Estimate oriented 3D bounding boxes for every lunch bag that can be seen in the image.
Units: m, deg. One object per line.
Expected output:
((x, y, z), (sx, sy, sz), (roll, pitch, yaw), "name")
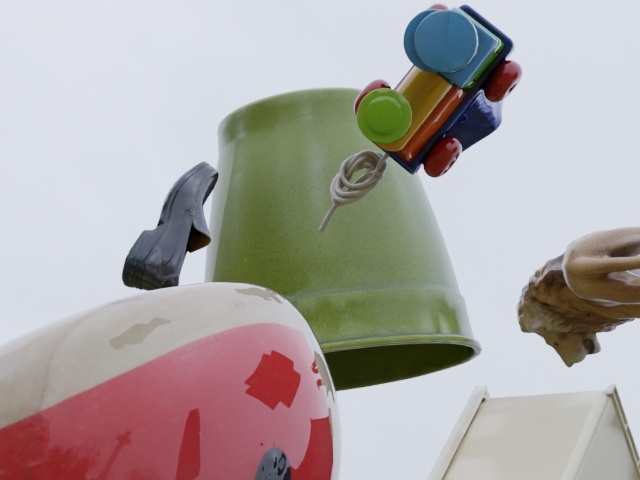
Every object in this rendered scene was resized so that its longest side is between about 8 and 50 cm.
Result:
((0.129, -0.130, 1.518), (0.067, 0.098, 0.065), (-33, -71, 20), "lunch bag")

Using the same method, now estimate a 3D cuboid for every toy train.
((0.064, -0.098, 1.399), (0.105, 0.248, 0.143), (40, 10, 10), "toy train")

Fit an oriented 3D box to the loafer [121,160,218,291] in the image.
((-0.140, -0.009, 1.645), (0.061, 0.170, 0.062), (22, -32, 10), "loafer")

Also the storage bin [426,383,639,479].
((0.174, 0.286, 1.224), (0.123, 0.262, 0.260), (-9, -65, 29), "storage bin")

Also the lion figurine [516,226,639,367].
((0.349, 0.042, 1.904), (0.240, 0.142, 0.392), (-2, -19, 9), "lion figurine")

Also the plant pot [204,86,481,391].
((0.000, 0.000, 2.084), (0.366, 0.353, 0.366), (-8, -13, -2), "plant pot")

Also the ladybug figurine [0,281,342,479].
((-0.139, 0.175, 1.028), (0.162, 0.449, 0.305), (47, -56, 22), "ladybug figurine")
